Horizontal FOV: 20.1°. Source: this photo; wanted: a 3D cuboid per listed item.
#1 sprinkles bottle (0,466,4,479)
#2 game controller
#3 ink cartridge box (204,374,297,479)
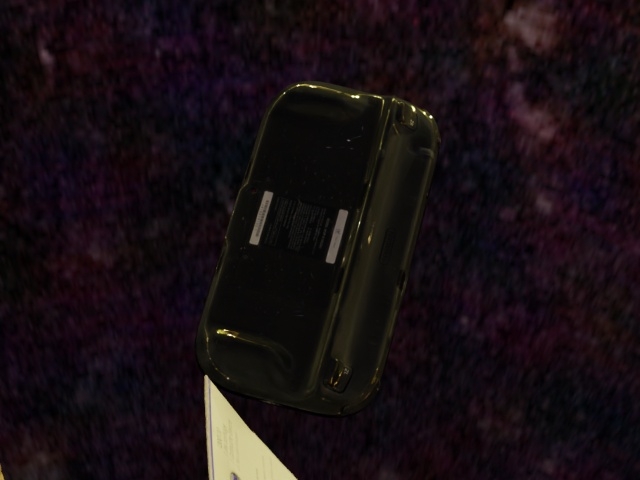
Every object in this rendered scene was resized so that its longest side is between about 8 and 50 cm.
[{"bbox_3d":[-0.239,0.226,1.142,0.121,0.355,0.121,-3,37,3],"label":"sprinkles bottle"},{"bbox_3d":[0.000,0.000,1.605,0.166,0.067,0.319,10,63,11],"label":"game controller"},{"bbox_3d":[-0.012,0.202,0.997,0.045,0.206,0.208,-34,113,11],"label":"ink cartridge box"}]
